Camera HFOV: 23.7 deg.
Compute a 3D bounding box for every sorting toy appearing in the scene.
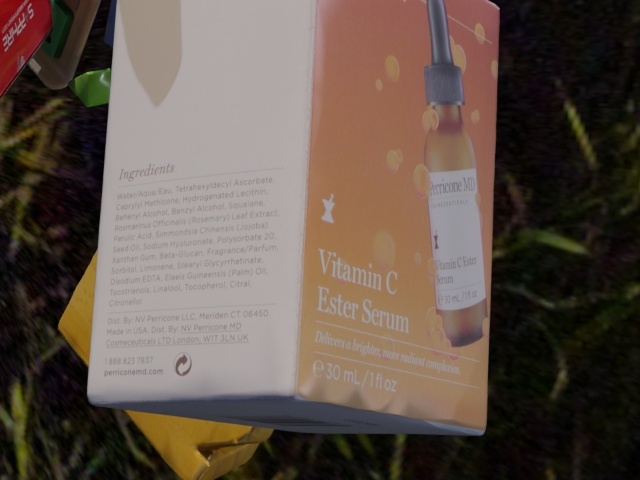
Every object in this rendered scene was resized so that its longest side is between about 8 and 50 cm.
[{"bbox_3d":[-0.306,-0.285,1.615,0.047,0.196,0.348,-19,58,-47],"label":"sorting toy"}]

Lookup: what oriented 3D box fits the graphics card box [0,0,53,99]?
[{"bbox_3d":[-0.470,-0.201,1.473,0.371,0.233,0.094,0,119,7],"label":"graphics card box"}]

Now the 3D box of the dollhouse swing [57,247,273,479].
[{"bbox_3d":[0.000,0.000,1.329,0.305,0.315,0.347,13,114,-49],"label":"dollhouse swing"}]

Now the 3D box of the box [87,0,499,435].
[{"bbox_3d":[-0.005,-0.018,0.561,0.130,0.091,0.170,16,73,-53],"label":"box"}]
